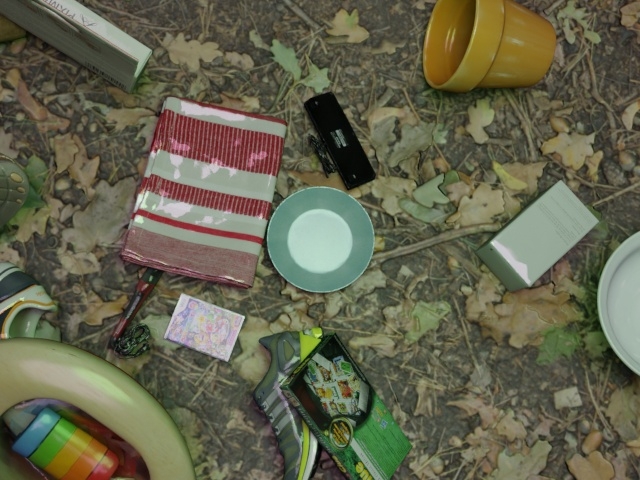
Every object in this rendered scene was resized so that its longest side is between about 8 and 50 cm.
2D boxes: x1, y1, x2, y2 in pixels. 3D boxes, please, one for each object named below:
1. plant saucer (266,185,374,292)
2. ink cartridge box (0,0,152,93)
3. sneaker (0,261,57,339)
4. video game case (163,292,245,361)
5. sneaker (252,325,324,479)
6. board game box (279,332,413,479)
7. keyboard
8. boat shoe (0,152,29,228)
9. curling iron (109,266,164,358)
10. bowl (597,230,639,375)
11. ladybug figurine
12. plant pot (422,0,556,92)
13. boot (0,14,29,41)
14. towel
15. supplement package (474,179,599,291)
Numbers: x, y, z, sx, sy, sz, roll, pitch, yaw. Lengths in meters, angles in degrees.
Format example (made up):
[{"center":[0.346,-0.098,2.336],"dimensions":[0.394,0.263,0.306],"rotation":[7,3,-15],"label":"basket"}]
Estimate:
[{"center":[0.000,0.000,1.373],"dimensions":[0.195,0.037,0.194],"rotation":[1,80,-3],"label":"plant saucer"},{"center":[-0.425,-0.373,1.261],"dimensions":[0.296,0.261,0.066],"rotation":[31,80,-15],"label":"ink cartridge box"},{"center":[-0.576,0.196,1.256],"dimensions":[0.127,0.126,0.321],"rotation":[33,78,8],"label":"sneaker"},{"center":[-0.206,0.155,1.346],"dimensions":[0.122,0.011,0.087],"rotation":[20,80,0],"label":"video game case"},{"center":[-0.056,0.296,1.296],"dimensions":[0.121,0.111,0.299],"rotation":[1,74,6],"label":"sneaker"},{"center":[0.048,0.296,1.259],"dimensions":[0.136,0.030,0.259],"rotation":[-44,108,-38],"label":"board game box"},{"center":[0.021,-0.181,1.416],"dimensions":[0.100,0.038,0.192],"rotation":[-22,81,-31],"label":"keyboard"},{"center":[-0.638,-0.024,1.308],"dimensions":[0.324,0.123,0.116],"rotation":[-45,52,-1],"label":"boat shoe"},{"center":[-0.296,0.083,1.344],"dimensions":[0.068,0.035,0.273],"rotation":[26,74,-21],"label":"curling iron"},{"center":[0.626,0.125,1.332],"dimensions":[0.298,0.134,0.297],"rotation":[-2,74,6],"label":"bowl"},{"center":[-0.389,0.312,1.195],"dimensions":[0.305,0.162,0.449],"rotation":[-44,102,9],"label":"ladybug figurine"},{"center":[0.317,-0.363,1.387],"dimensions":[0.188,0.205,0.205],"rotation":[8,80,-18],"label":"plant pot"},{"center":[-0.606,-0.515,1.400],"dimensions":[0.115,0.112,0.305],"rotation":[-9,87,-21],"label":"boot"},{"center":[-0.203,-0.093,1.360],"dimensions":[0.237,0.037,0.328],"rotation":[12,74,-3],"label":"towel"},{"center":[0.388,-0.006,1.366],"dimensions":[0.179,0.105,0.105],"rotation":[-40,86,-10],"label":"supplement package"}]
